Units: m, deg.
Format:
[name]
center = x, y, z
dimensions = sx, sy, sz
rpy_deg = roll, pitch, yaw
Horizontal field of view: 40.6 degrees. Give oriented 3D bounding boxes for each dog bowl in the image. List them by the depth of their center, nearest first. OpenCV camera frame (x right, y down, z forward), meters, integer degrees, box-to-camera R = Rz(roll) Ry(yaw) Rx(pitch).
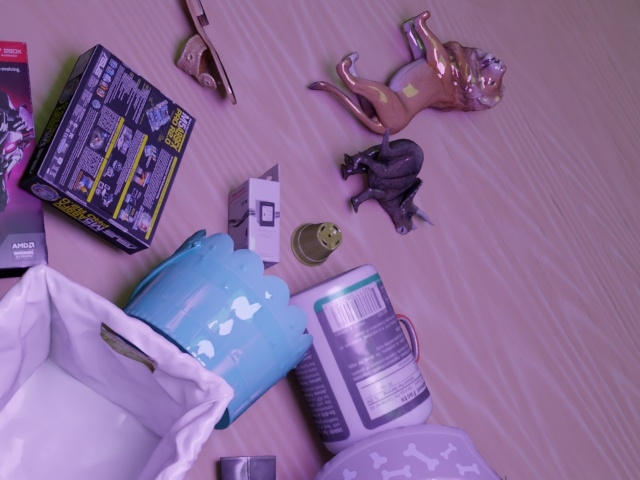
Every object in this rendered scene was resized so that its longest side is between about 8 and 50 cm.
[dog bowl]
center = 0.146, 0.454, 1.365
dimensions = 0.348, 0.349, 0.102
rpy_deg = 22, 24, -22

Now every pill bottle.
[pill bottle]
center = 0.068, 0.239, 1.480
dimensions = 0.204, 0.204, 0.361
rpy_deg = -22, 88, -31

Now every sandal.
[sandal]
center = -0.225, -0.338, 1.561
dimensions = 0.079, 0.088, 0.240
rpy_deg = -20, 79, 1

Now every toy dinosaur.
[toy dinosaur]
center = 0.129, -0.137, 1.612
dimensions = 0.160, 0.314, 0.121
rpy_deg = -13, 55, -8

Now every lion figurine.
[lion figurine]
center = 0.184, -0.306, 1.741
dimensions = 0.392, 0.142, 0.240
rpy_deg = -33, 101, -16

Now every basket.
[basket]
center = -0.347, 0.278, 1.162
dimensions = 0.328, 0.266, 0.331
rpy_deg = 32, 58, 3

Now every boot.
[boot]
center = -0.144, 0.453, 1.387
dimensions = 0.189, 0.076, 0.209
rpy_deg = 4, 82, -42

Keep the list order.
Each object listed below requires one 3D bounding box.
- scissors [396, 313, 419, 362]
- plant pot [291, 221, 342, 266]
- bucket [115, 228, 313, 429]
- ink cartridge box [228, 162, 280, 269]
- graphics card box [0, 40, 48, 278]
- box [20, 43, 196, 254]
[scissors]
center = 0.165, 0.288, 1.625
dimensions = 0.109, 0.021, 0.297
rpy_deg = -12, 82, -32
[plant pot]
center = 0.000, 0.000, 1.577
dimensions = 0.083, 0.079, 0.083
rpy_deg = 7, 75, -26
[bucket]
center = -0.172, 0.144, 1.343
dimensions = 0.281, 0.281, 0.183
rpy_deg = 50, 59, -8
[ink cartridge box]
center = -0.117, -0.041, 1.511
dimensions = 0.060, 0.104, 0.180
rpy_deg = 6, 74, -25
[graphics card box]
center = -0.551, -0.123, 1.307
dimensions = 0.232, 0.094, 0.371
rpy_deg = -2, 80, -29
[box]
center = -0.332, -0.146, 1.393
dimensions = 0.216, 0.060, 0.270
rpy_deg = 37, 53, -35
